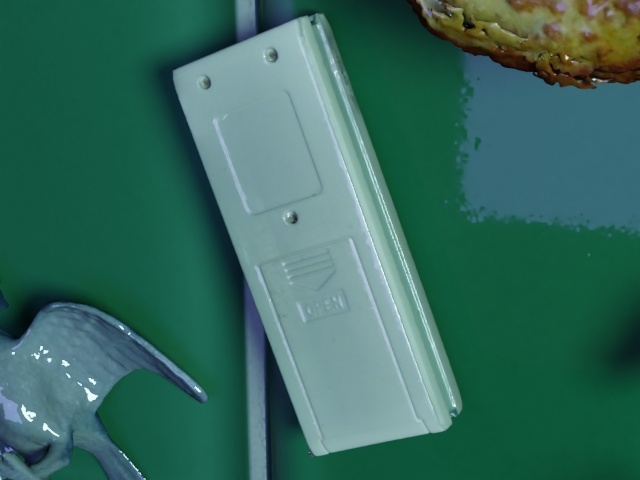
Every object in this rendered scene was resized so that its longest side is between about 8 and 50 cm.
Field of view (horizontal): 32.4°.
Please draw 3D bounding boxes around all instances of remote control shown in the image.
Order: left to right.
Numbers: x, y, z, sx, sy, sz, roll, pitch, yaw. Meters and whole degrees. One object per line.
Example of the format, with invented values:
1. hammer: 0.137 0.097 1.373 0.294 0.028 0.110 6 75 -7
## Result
1. remote control: 0.000 0.000 0.727 0.102 0.055 0.277 -17 97 27

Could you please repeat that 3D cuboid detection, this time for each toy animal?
1. toy animal: -0.212 0.115 0.848 0.239 0.176 0.255 -25 128 31

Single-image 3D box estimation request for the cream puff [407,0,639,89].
1. cream puff: 0.140 -0.197 0.546 0.240 0.164 0.240 16 115 37
